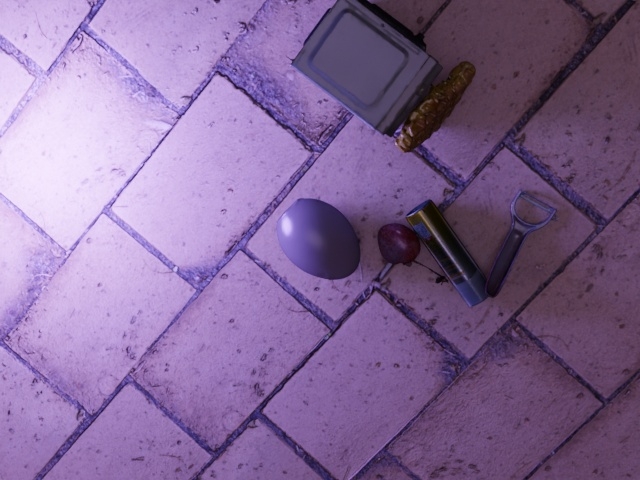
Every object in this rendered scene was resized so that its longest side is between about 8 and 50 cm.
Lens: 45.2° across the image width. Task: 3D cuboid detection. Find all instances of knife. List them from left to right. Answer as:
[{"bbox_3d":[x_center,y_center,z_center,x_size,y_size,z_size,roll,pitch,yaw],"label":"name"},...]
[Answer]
[{"bbox_3d":[0.487,0.023,1.927,0.123,0.053,0.278,28,84,4],"label":"knife"}]

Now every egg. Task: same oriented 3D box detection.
[{"bbox_3d":[0.000,0.000,1.924,0.231,0.176,0.176,37,103,-8],"label":"egg"}]

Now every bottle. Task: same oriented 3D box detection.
[{"bbox_3d":[0.327,0.033,1.944,0.082,0.082,0.286,-34,96,11],"label":"bottle"}]

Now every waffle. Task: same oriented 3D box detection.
[{"bbox_3d":[0.267,-0.310,1.796,0.056,0.253,0.249,41,118,10],"label":"waffle"}]

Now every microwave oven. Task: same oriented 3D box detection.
[{"bbox_3d":[0.114,-0.406,1.740,0.286,0.355,0.218,38,103,-1],"label":"microwave oven"}]

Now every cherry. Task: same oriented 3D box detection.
[{"bbox_3d":[0.225,0.043,1.959,0.107,0.090,0.225,-27,112,36],"label":"cherry"}]
